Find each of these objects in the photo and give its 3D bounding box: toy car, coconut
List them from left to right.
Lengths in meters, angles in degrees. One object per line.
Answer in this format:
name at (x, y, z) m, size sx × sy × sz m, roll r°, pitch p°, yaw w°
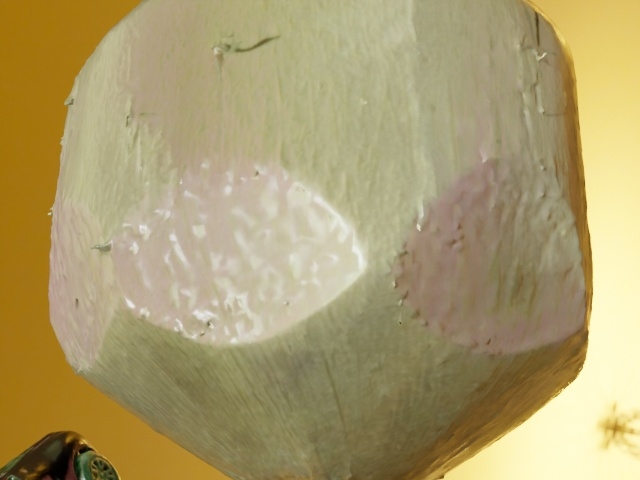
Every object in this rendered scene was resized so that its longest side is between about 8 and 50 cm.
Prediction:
toy car at (-0.129, 0.123, 0.517) m, size 0.055 × 0.069 × 0.142 m, roll 51°, pitch -161°, yaw -13°
coconut at (0.000, 0.001, 0.542) m, size 0.227 × 0.227 × 0.230 m, roll 39°, pitch -130°, yaw -51°
